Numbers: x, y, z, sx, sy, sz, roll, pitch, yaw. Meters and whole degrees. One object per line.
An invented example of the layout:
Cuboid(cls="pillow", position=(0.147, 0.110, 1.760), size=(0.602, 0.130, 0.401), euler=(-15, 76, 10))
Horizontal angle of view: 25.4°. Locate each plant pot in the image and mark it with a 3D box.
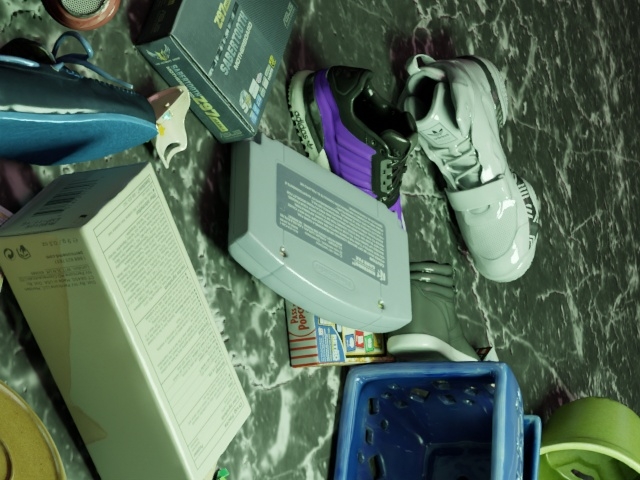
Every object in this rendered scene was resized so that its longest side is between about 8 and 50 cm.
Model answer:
Cuboid(cls="plant pot", position=(0.168, 0.305, 1.888), size=(0.212, 0.235, 0.236), euler=(44, 47, -52))
Cuboid(cls="plant pot", position=(0.429, 0.385, 2.266), size=(0.254, 0.276, 0.276), euler=(-53, 126, -64))
Cuboid(cls="plant pot", position=(-0.304, 0.193, 1.228), size=(0.236, 0.032, 0.236), euler=(40, 29, -27))

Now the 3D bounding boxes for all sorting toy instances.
Cuboid(cls="sorting toy", position=(-0.127, 0.251, 1.639), size=(0.083, 0.012, 0.062), euler=(45, 46, -42))
Cuboid(cls="sorting toy", position=(-0.179, -0.126, 1.638), size=(0.083, 0.044, 0.075), euler=(-56, 134, -48))

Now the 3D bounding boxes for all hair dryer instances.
Cuboid(cls="hair dryer", position=(-0.288, -0.299, 1.414), size=(0.223, 0.080, 0.293), euler=(47, 1, 23))

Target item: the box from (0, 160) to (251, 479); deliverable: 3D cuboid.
Cuboid(cls="box", position=(-0.197, 0.092, 1.449), size=(0.148, 0.121, 0.311), euler=(-51, 129, -53))

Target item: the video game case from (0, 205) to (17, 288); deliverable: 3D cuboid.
Cuboid(cls="video game case", position=(-0.383, 0.020, 1.296), size=(0.227, 0.026, 0.206), euler=(39, 51, -46))

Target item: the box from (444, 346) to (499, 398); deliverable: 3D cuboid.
Cuboid(cls="box", position=(0.229, 0.287, 2.149), size=(0.233, 0.044, 0.159), euler=(-45, 119, -52))

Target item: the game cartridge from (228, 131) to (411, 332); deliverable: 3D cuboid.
Cuboid(cls="game cartridge", position=(0.000, 0.000, 1.792), size=(0.294, 0.060, 0.196), euler=(29, 42, -36))

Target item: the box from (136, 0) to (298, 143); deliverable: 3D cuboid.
Cuboid(cls="box", position=(-0.121, -0.264, 1.744), size=(0.183, 0.059, 0.233), euler=(49, 43, -37))

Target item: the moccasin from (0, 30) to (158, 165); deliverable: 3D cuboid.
Cuboid(cls="moccasin", position=(-0.283, -0.151, 1.394), size=(0.342, 0.137, 0.117), euler=(5, 64, -61))

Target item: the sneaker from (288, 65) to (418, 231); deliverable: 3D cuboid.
Cuboid(cls="sneaker", position=(0.074, -0.107, 1.922), size=(0.293, 0.146, 0.102), euler=(64, 36, -23))

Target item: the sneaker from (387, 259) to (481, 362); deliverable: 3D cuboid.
Cuboid(cls="sneaker", position=(0.170, 0.111, 2.016), size=(0.296, 0.104, 0.147), euler=(38, 51, -64))

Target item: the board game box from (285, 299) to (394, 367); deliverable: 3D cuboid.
Cuboid(cls="board game box", position=(0.026, 0.094, 1.887), size=(0.193, 0.045, 0.147), euler=(6, 76, -56))

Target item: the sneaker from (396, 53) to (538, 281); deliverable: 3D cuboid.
Cuboid(cls="sneaker", position=(0.213, -0.115, 2.157), size=(0.210, 0.137, 0.366), euler=(3, 74, -56))
